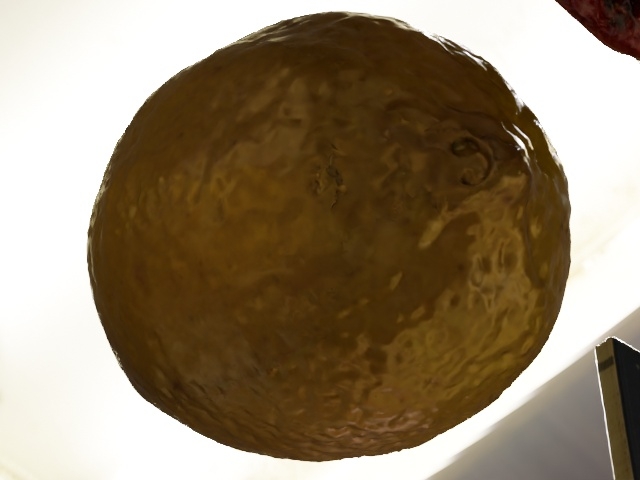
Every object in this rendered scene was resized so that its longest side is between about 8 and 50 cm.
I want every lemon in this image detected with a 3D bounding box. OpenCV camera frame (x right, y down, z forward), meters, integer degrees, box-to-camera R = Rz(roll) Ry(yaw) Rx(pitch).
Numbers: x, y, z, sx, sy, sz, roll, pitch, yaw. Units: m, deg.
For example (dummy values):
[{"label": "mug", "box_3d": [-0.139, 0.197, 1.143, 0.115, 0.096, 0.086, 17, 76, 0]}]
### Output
[{"label": "lemon", "box_3d": [0.000, 0.000, 0.793, 0.188, 0.257, 0.188, 10, -106, -36]}]

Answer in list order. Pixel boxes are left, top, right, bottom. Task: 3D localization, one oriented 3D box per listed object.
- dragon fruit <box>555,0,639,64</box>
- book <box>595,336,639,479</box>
[{"label": "dragon fruit", "box_3d": [0.235, -0.163, 0.955, 0.205, 0.317, 0.152, -28, -46, -44]}, {"label": "book", "box_3d": [0.287, 0.210, 1.380, 0.191, 0.269, 0.025, 31, -55, -26]}]
